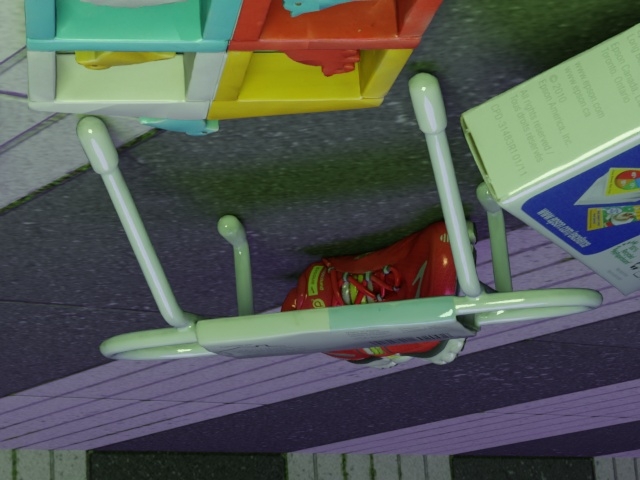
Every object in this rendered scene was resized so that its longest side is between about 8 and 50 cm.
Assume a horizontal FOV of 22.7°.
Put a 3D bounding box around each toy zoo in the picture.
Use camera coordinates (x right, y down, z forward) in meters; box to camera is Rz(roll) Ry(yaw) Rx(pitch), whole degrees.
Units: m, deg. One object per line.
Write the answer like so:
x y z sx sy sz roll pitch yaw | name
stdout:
-0.045 -0.108 0.763 0.192 0.030 0.293 -2 167 -9 | toy zoo

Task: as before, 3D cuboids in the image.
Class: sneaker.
0.041 0.050 1.304 0.118 0.107 0.279 11 160 -19 | sneaker

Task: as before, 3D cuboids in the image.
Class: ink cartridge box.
0.262 -0.076 0.860 0.307 0.072 0.303 -27 159 16 | ink cartridge box

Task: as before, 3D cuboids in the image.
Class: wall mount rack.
0.000 0.000 1.045 0.350 0.130 0.304 -7 170 13 | wall mount rack
